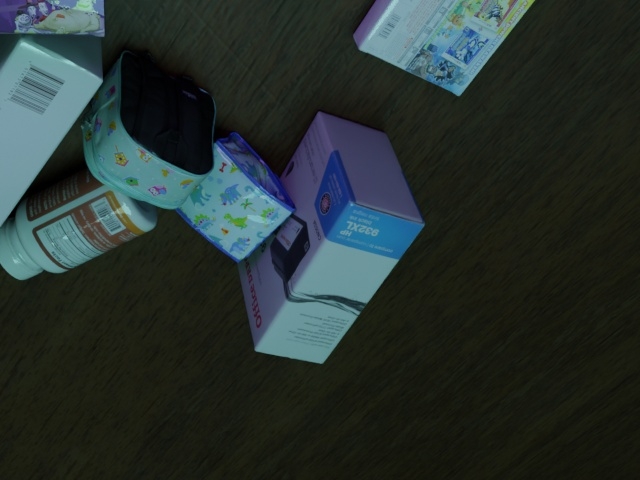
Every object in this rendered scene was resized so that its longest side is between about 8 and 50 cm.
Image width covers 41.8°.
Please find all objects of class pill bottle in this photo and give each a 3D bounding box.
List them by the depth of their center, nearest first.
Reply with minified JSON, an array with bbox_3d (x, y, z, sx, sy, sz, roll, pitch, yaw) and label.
[{"bbox_3d":[-0.356,-0.028,1.208,0.216,0.121,0.121,-25,134,8],"label":"pill bottle"}]

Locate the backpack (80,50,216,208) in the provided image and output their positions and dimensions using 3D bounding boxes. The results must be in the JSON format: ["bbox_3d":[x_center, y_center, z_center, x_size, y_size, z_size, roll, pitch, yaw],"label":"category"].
[{"bbox_3d":[-0.225,-0.132,1.099,0.166,0.188,0.144,29,119,-36],"label":"backpack"}]

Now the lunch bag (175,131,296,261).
[{"bbox_3d":[-0.127,-0.061,1.229,0.151,0.096,0.129,47,113,0],"label":"lunch bag"}]

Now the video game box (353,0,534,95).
[{"bbox_3d":[0.176,-0.317,1.143,0.187,0.048,0.205,19,125,-29],"label":"video game box"}]

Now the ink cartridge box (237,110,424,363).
[{"bbox_3d":[0.000,0.000,1.266,0.129,0.223,0.307,14,127,-27],"label":"ink cartridge box"}]

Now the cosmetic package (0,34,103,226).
[{"bbox_3d":[-0.388,-0.144,0.973,0.097,0.284,0.377,24,122,-35],"label":"cosmetic package"}]

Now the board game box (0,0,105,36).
[{"bbox_3d":[-0.316,-0.297,0.805,0.208,0.347,0.056,1,130,-18],"label":"board game box"}]
